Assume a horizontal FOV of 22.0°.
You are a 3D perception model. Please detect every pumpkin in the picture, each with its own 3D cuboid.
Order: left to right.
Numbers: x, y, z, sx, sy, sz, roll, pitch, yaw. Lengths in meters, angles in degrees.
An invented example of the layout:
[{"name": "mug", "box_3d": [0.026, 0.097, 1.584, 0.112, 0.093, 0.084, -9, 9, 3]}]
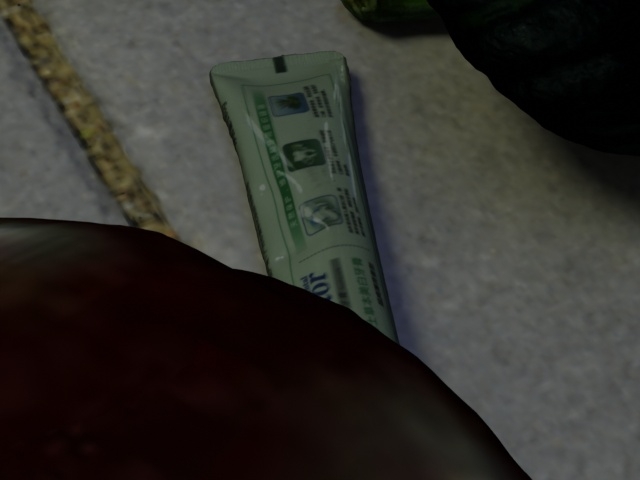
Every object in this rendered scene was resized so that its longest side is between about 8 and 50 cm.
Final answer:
[{"name": "pumpkin", "box_3d": [0.112, -0.151, 0.725, 0.248, 0.248, 0.248, 4, 54, -5]}]

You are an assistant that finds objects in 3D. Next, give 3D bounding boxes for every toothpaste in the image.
[{"name": "toothpaste", "box_3d": [0.000, 0.000, 0.691, 0.064, 0.041, 0.218, -8, 52, -7]}]

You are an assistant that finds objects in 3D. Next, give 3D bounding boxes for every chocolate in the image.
[{"name": "chocolate", "box_3d": [-0.071, 0.178, 0.388, 0.383, 0.383, 0.331, 41, 45, 20]}]
